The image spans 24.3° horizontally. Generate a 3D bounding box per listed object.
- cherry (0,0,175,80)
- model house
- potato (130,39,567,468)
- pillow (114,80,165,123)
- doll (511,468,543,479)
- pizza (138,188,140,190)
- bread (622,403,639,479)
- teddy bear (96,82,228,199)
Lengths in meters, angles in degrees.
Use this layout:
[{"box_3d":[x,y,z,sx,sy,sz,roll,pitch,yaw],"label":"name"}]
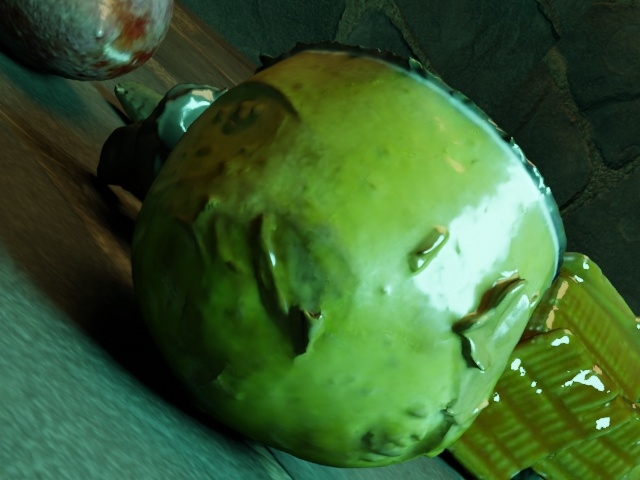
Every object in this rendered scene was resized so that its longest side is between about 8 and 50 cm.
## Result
[{"box_3d":[-0.215,-0.223,1.314,0.192,0.175,0.250,52,4,-30],"label":"cherry"},{"box_3d":[0.177,0.136,1.344,0.219,0.229,0.199,-11,-57,41],"label":"model house"},{"box_3d":[-0.014,0.032,0.877,0.246,0.196,0.300,45,-22,6],"label":"potato"},{"box_3d":[-0.122,-0.082,1.459,0.241,0.051,0.093,45,7,39],"label":"pillow"},{"box_3d":[0.232,0.237,1.456,0.158,0.059,0.159,45,8,5],"label":"doll"},{"box_3d":[-0.128,-0.052,1.304,0.184,0.036,0.176,31,11,-50],"label":"pizza"},{"box_3d":[0.429,0.293,1.892,0.328,0.148,0.337,37,9,-8],"label":"bread"},{"box_3d":[-0.077,-0.033,1.141,0.171,0.144,0.251,2,-7,43],"label":"teddy bear"}]
